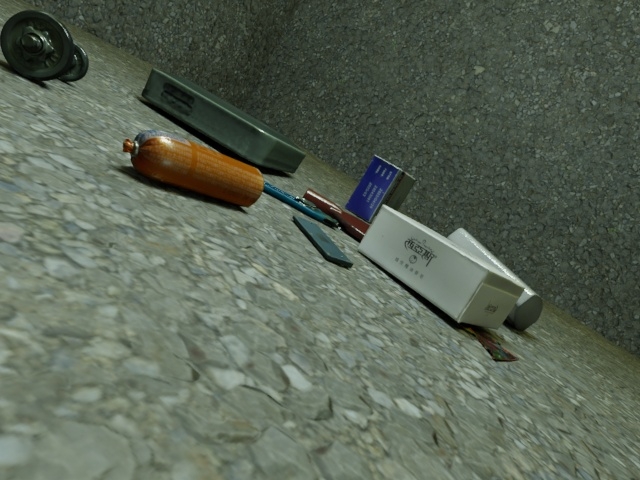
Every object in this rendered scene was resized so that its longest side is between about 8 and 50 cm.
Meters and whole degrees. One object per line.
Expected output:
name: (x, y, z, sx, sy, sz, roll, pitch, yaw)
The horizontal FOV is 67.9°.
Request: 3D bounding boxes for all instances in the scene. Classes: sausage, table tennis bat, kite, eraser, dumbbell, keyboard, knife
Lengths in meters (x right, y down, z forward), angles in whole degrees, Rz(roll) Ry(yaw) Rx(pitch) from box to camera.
sausage: (-0.183, -0.105, 0.694, 0.071, 0.071, 0.234, 38, 13, 33)
table tennis bat: (0.093, -0.036, 1.192, 0.310, 0.038, 0.200, 31, 11, -1)
kite: (0.303, 0.181, 0.876, 0.159, 0.010, 0.190, 29, 11, -10)
eraser: (0.453, 0.102, 1.261, 0.270, 0.095, 0.174, 51, -1, 40)
dumbbell: (-0.480, -0.336, 0.866, 0.110, 0.110, 0.254, 28, 5, -14)
keyboard: (0.000, -0.001, 0.860, 0.055, 0.014, 0.176, 23, 14, -32)
knife: (-0.078, -0.098, 1.047, 0.297, 0.026, 0.044, 27, 23, -20)

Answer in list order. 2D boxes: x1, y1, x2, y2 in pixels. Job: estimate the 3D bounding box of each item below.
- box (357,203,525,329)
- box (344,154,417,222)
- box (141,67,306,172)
box: (0.245, 0.056, 0.976, 0.203, 0.116, 0.274, 20, 13, -49)
box: (0.217, -0.166, 1.663, 0.106, 0.200, 0.299, 34, 12, 19)
box: (-0.258, -0.333, 1.379, 0.396, 0.111, 0.396, 32, 10, 8)
